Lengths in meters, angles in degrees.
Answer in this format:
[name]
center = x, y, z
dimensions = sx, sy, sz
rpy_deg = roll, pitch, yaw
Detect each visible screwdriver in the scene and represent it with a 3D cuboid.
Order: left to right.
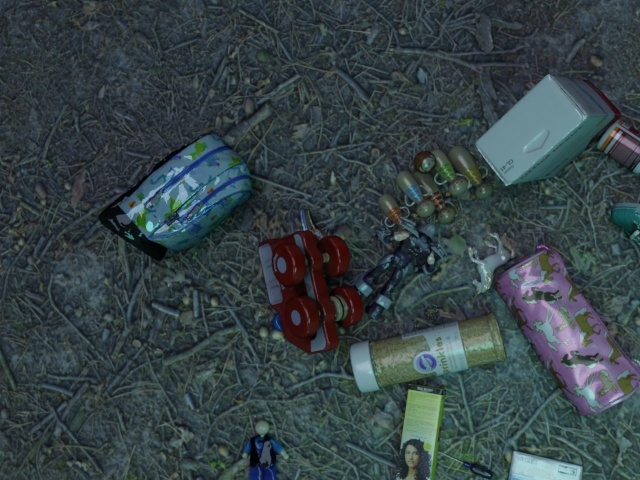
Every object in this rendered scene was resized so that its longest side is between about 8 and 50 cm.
[screwdriver]
center = 0.324, 0.523, 1.737
dimensions = 0.169, 0.024, 0.025
rpy_deg = 17, 56, 17

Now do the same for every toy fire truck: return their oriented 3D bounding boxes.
[toy fire truck]
center = -0.048, 0.127, 1.799
dimensions = 0.254, 0.169, 0.302
rpy_deg = -21, 81, 54

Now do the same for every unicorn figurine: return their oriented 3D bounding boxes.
[unicorn figurine]
center = 0.405, 0.054, 1.781
dimensions = 0.162, 0.060, 0.111
rpy_deg = -35, 74, 5

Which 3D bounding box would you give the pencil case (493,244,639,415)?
[pencil case]
center = 0.558, 0.200, 1.673
dimensions = 0.167, 0.160, 0.386
rpy_deg = -26, 73, -23

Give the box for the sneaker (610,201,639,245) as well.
[sneaker]
center = 0.796, 0.018, 1.676
dimensions = 0.302, 0.108, 0.121
rpy_deg = 28, 83, 14

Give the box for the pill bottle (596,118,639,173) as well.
[pill bottle]
center = 0.741, -0.213, 1.741
dimensions = 0.152, 0.086, 0.086
rpy_deg = 39, 90, 16

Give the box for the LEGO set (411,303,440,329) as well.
[LEGO set]
center = 0.265, 0.185, 1.813
dimensions = 0.083, 0.023, 0.054
rpy_deg = -23, 73, 21

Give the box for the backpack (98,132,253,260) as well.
[backpack]
center = -0.347, -0.112, 1.886
dimensions = 0.273, 0.290, 0.356
rpy_deg = 34, 82, 7

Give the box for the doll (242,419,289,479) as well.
[doll]
center = -0.139, 0.542, 1.823
dimensions = 0.129, 0.046, 0.189
rpy_deg = -10, 72, 20

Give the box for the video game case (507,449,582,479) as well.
[video game case]
center = 0.510, 0.571, 1.688
dimensions = 0.157, 0.019, 0.143
rpy_deg = 10, 83, 13

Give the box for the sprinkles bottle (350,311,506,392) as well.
[sprinkles bottle]
center = 0.253, 0.266, 1.747
dimensions = 0.355, 0.121, 0.121
rpy_deg = -15, 77, 9

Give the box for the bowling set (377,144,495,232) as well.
[bowling set]
center = 0.270, -0.119, 1.778
dimensions = 0.287, 0.200, 0.154
rpy_deg = -35, 76, 9

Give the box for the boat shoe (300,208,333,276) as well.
[boat shoe]
center = 0.000, 0.000, 1.885
dimensions = 0.066, 0.066, 0.183
rpy_deg = -19, 86, 4

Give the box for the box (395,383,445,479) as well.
[box]
center = 0.239, 0.462, 1.742
dimensions = 0.087, 0.058, 0.232
rpy_deg = 4, 80, 22

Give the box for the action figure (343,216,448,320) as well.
[action figure]
center = 0.184, 0.053, 1.790
dimensions = 0.185, 0.099, 0.285
rpy_deg = 40, 102, -10

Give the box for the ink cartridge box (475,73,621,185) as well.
[ink cartridge box]
center = 0.518, -0.248, 1.653
dimensions = 0.226, 0.306, 0.131
rpy_deg = -45, 71, 31
